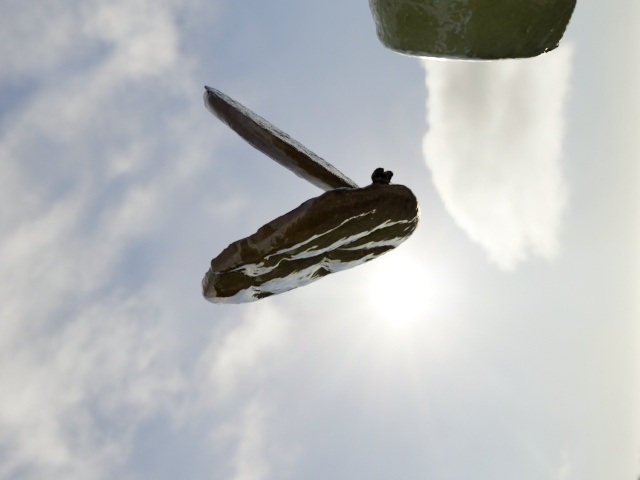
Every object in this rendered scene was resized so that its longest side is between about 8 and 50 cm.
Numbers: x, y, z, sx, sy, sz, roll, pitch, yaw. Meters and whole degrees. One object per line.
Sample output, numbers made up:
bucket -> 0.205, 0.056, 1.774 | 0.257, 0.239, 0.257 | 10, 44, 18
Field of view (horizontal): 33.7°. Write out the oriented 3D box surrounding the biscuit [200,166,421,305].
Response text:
biscuit -> 0.003, 0.004, 0.987 | 0.260, 0.203, 0.041 | -7, -118, -49

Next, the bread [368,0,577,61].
bread -> 0.224, -0.386, 1.526 | 0.320, 0.320, 0.237 | -45, -44, -66

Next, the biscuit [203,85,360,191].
biscuit -> -0.055, -0.128, 1.449 | 0.037, 0.262, 0.262 | -56, -16, 7
